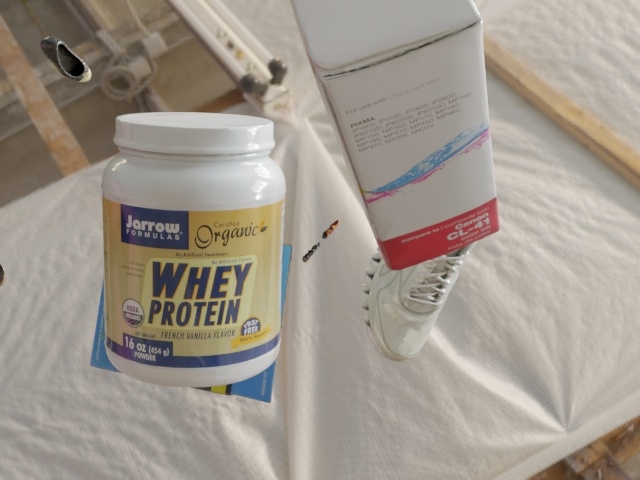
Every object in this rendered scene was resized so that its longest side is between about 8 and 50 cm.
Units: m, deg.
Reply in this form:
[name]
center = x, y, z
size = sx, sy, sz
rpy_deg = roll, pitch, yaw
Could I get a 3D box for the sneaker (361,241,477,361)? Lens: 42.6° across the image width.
[sneaker]
center = 0.135, 0.021, 1.043
size = 0.110, 0.292, 0.118
rpy_deg = 12, -172, -24

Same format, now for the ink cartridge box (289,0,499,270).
[ink cartridge box]
center = 0.063, -0.146, 0.755
size = 0.131, 0.306, 0.226
rpy_deg = -19, -121, 2

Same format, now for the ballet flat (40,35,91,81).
[ballet flat]
center = -0.581, -0.410, 1.892
size = 0.049, 0.173, 0.057
rpy_deg = 28, -97, 24

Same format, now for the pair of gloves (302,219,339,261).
[pair of gloves]
center = 0.000, 0.000, 1.256
size = 0.010, 0.074, 0.083
rpy_deg = 41, -98, 3

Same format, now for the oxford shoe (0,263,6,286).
[oxford shoe]
center = -0.673, 0.059, 1.558
size = 0.212, 0.076, 0.076
rpy_deg = 8, -108, 21

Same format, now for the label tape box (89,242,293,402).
[label tape box]
center = -0.186, 0.107, 1.299
size = 0.334, 0.106, 0.240
rpy_deg = 7, -92, 24

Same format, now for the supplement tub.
[supplement tub]
center = -0.160, 0.003, 1.043
size = 0.228, 0.316, 0.228
rpy_deg = 2, -166, 0
